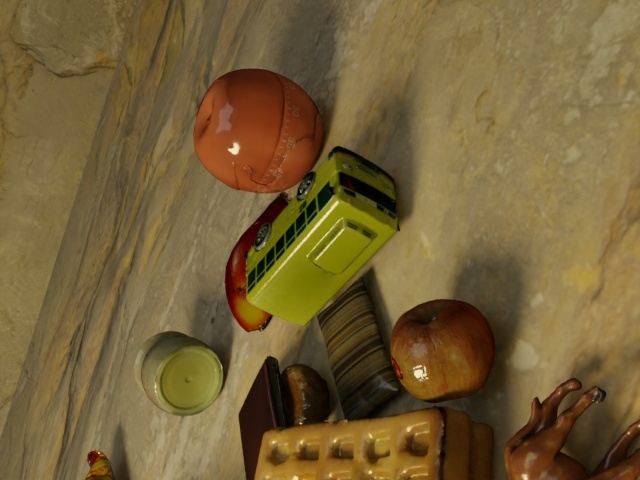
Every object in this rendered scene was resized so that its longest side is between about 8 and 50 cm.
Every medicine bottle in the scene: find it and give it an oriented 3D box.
[{"bbox_3d":[-0.277,0.256,1.317,0.143,0.147,0.147,7,79,58],"label":"medicine bottle"}]

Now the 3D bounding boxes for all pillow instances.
[{"bbox_3d":[0.053,0.160,0.982,0.113,0.038,0.203,-46,41,30],"label":"pillow"}]

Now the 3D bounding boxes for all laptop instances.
[{"bbox_3d":[-0.092,0.298,1.077,0.207,0.026,0.154,116,148,-48],"label":"laptop"}]

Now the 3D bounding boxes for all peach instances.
[{"bbox_3d":[-0.117,0.031,1.275,0.189,0.068,0.279,-18,59,49],"label":"peach"}]

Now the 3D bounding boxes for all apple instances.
[{"bbox_3d":[0.145,0.128,0.796,0.126,0.126,0.102,-3,113,55],"label":"apple"}]

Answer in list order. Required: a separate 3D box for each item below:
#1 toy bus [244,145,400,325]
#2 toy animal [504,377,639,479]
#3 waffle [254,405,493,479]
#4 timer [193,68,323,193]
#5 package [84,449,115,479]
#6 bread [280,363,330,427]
[{"bbox_3d":[0.000,0.000,1.046,0.262,0.128,0.150,-48,28,30],"label":"toy bus"},{"bbox_3d":[0.254,0.266,0.613,0.224,0.066,0.229,29,89,38],"label":"toy animal"},{"bbox_3d":[0.043,0.320,0.808,0.328,0.098,0.224,-21,47,43],"label":"waffle"},{"bbox_3d":[-0.116,-0.201,1.264,0.229,0.215,0.229,-37,45,50],"label":"timer"},{"bbox_3d":[-0.491,0.634,1.480,0.223,0.108,0.288,-66,25,16],"label":"package"},{"bbox_3d":[-0.020,0.240,1.027,0.082,0.060,0.113,-39,46,40],"label":"bread"}]
